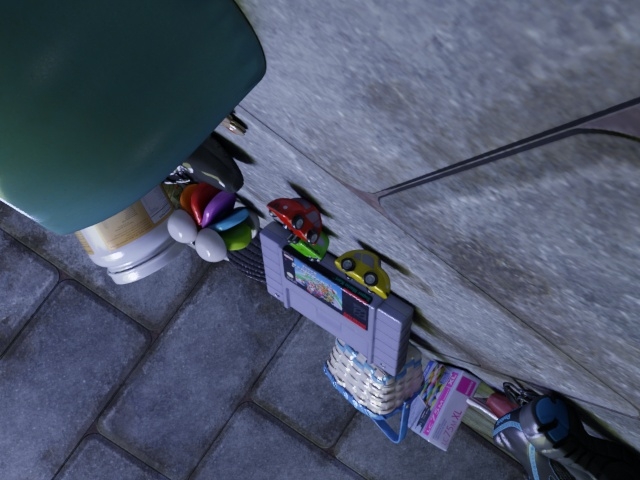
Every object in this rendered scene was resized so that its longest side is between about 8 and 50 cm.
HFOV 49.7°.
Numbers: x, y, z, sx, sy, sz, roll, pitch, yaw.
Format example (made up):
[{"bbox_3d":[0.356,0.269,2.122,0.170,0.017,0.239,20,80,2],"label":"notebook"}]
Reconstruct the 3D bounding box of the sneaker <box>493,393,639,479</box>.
[{"bbox_3d":[0.457,0.405,1.220,0.341,0.125,0.140,44,139,-5],"label":"sneaker"}]

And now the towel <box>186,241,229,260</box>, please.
[{"bbox_3d":[-0.271,0.028,2.001,0.324,0.056,0.312,19,180,-27],"label":"towel"}]

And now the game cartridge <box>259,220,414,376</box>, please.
[{"bbox_3d":[0.025,0.121,1.425,0.355,0.068,0.230,31,153,24],"label":"game cartridge"}]

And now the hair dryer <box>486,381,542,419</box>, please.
[{"bbox_3d":[0.426,0.347,1.396,0.223,0.080,0.293,51,165,-1],"label":"hair dryer"}]

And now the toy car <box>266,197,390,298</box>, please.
[{"bbox_3d":[0.000,0.000,1.123,0.239,0.053,0.225,38,171,-16],"label":"toy car"}]

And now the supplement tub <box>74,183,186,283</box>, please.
[{"bbox_3d":[-0.472,-0.080,1.604,0.228,0.228,0.316,19,138,62],"label":"supplement tub"}]

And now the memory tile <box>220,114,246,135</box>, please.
[{"bbox_3d":[-0.160,-0.178,0.852,0.113,0.012,0.148,32,177,28],"label":"memory tile"}]

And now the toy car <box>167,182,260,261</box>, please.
[{"bbox_3d":[-0.220,-0.056,1.452,0.182,0.159,0.136,32,134,22],"label":"toy car"}]

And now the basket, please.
[{"bbox_3d":[0.137,0.343,1.721,0.255,0.201,0.289,41,139,31],"label":"basket"}]

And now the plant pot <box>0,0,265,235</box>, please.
[{"bbox_3d":[-0.234,-0.148,0.616,0.293,0.235,0.293,34,172,6],"label":"plant pot"}]

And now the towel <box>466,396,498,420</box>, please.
[{"bbox_3d":[0.436,0.412,1.601,0.144,0.029,0.197,28,-176,39],"label":"towel"}]

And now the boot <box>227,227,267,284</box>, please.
[{"bbox_3d":[-0.078,0.091,1.731,0.338,0.118,0.223,36,178,27],"label":"boot"}]

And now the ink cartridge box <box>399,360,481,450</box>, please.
[{"bbox_3d":[0.289,0.404,1.744,0.065,0.185,0.311,29,172,-3],"label":"ink cartridge box"}]

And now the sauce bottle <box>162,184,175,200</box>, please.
[{"bbox_3d":[-0.443,-0.126,1.901,0.111,0.111,0.344,26,174,47],"label":"sauce bottle"}]

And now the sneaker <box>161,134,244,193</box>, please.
[{"bbox_3d":[-0.243,-0.131,1.093,0.286,0.130,0.109,29,168,27],"label":"sneaker"}]

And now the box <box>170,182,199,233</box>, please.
[{"bbox_3d":[-0.323,-0.077,1.717,0.036,0.114,0.207,15,-176,-34],"label":"box"}]
